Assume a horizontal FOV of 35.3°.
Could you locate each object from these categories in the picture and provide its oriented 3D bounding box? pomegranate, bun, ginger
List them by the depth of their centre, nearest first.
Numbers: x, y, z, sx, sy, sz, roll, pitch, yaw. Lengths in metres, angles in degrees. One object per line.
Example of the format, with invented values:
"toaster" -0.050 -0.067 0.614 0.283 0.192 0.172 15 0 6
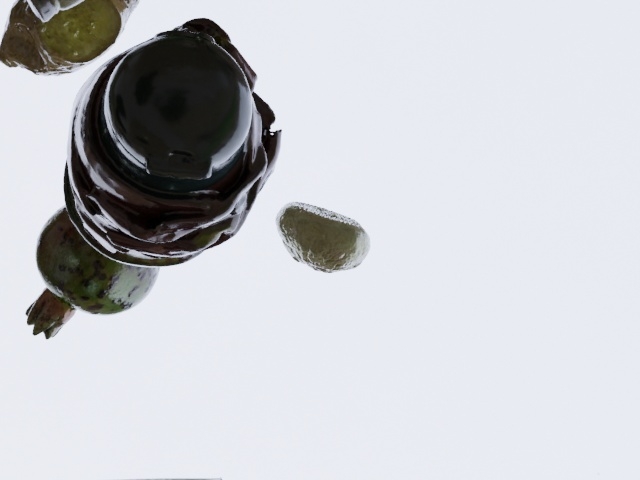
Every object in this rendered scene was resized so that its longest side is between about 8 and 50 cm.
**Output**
"bun" 0.000 0.000 1.160 0.115 0.115 0.069 20 -84 19
"pomegranate" -0.295 0.037 1.267 0.159 0.159 0.205 43 -82 20
"ginger" -0.315 -0.311 1.330 0.218 0.270 0.123 -30 -68 21

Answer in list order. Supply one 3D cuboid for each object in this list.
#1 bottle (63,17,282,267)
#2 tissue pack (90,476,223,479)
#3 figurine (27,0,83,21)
"bottle" -0.100 -0.064 0.682 0.143 0.271 0.156 6 -101 -13
"tissue pack" -0.310 0.428 1.102 0.332 0.405 0.205 -59 -135 26
"figurine" -0.159 -0.369 1.053 0.380 0.248 0.203 -39 -128 -15
